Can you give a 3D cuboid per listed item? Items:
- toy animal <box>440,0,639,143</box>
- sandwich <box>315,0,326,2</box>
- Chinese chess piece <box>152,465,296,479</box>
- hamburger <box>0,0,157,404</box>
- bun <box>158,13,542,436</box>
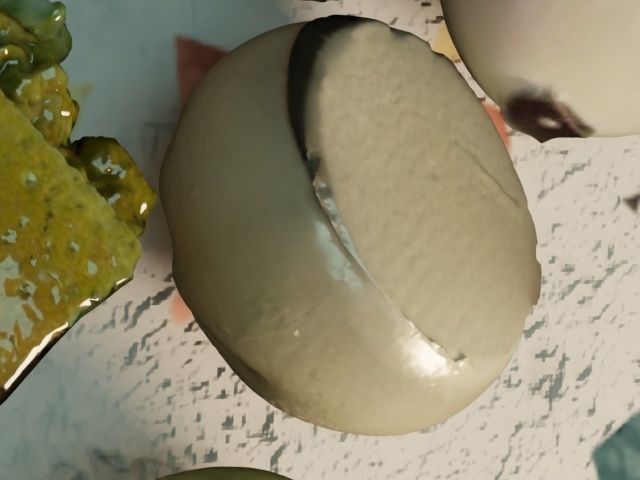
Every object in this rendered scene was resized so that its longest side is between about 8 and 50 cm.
[{"bbox_3d":[0.128,-0.180,0.749,0.212,0.212,0.267,-30,99,-25],"label":"toy animal"},{"bbox_3d":[-0.065,-0.144,0.721,0.113,0.079,0.163,-36,107,-21],"label":"sandwich"},{"bbox_3d":[-0.038,0.182,0.684,0.188,0.083,0.188,-9,90,-66],"label":"Chinese chess piece"},{"bbox_3d":[-0.192,-0.004,0.594,0.288,0.167,0.192,-44,105,-28],"label":"hamburger"},{"bbox_3d":[0.000,0.000,0.726,0.173,0.120,0.173,36,41,-39],"label":"bun"}]
